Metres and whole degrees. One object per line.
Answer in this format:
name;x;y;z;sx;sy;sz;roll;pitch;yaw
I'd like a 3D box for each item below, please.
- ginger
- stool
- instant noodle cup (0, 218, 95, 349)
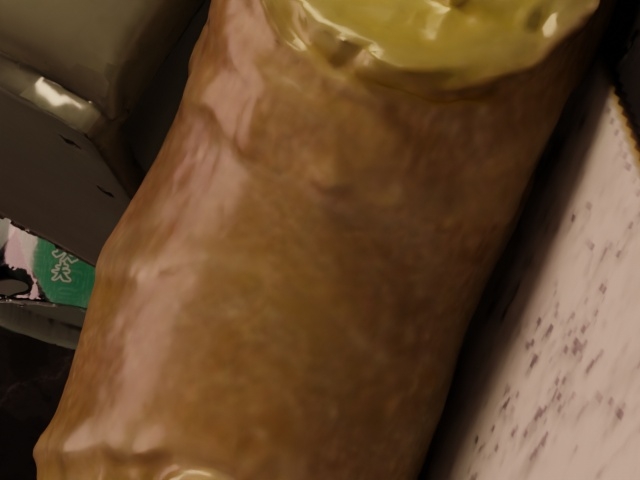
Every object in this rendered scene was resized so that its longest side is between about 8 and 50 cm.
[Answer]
ginger;0.000;0.000;0.521;0.190;0.126;0.354;-39;-26;-84
stool;-0.062;-0.129;0.665;0.243;0.170;0.269;-58;-16;-13
instant noodle cup;-0.169;-0.012;1.348;0.251;0.251;0.190;135;146;-72
